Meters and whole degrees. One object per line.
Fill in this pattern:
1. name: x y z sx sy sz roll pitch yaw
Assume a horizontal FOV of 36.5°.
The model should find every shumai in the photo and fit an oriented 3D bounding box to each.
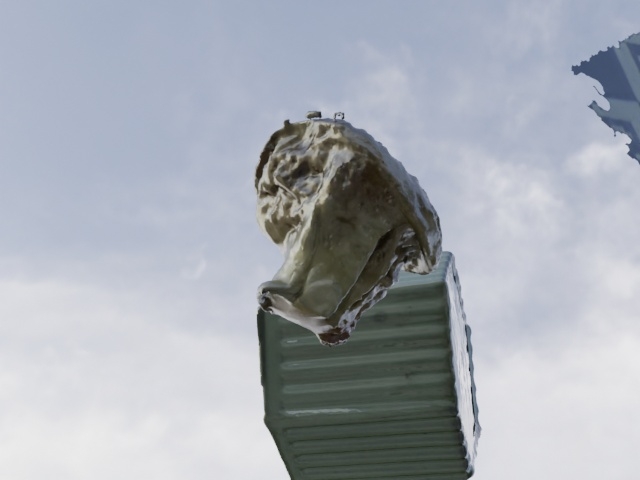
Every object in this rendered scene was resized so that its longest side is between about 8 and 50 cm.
1. shumai: 0.003 0.001 0.615 0.145 0.116 0.145 36 -18 14

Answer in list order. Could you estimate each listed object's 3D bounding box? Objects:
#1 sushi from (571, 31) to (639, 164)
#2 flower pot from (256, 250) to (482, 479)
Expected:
1. sushi: 0.281 -0.019 0.470 0.290 0.264 0.050 54 -43 9
2. flower pot: 0.056 0.132 0.989 0.189 0.239 0.209 -7 -80 11
